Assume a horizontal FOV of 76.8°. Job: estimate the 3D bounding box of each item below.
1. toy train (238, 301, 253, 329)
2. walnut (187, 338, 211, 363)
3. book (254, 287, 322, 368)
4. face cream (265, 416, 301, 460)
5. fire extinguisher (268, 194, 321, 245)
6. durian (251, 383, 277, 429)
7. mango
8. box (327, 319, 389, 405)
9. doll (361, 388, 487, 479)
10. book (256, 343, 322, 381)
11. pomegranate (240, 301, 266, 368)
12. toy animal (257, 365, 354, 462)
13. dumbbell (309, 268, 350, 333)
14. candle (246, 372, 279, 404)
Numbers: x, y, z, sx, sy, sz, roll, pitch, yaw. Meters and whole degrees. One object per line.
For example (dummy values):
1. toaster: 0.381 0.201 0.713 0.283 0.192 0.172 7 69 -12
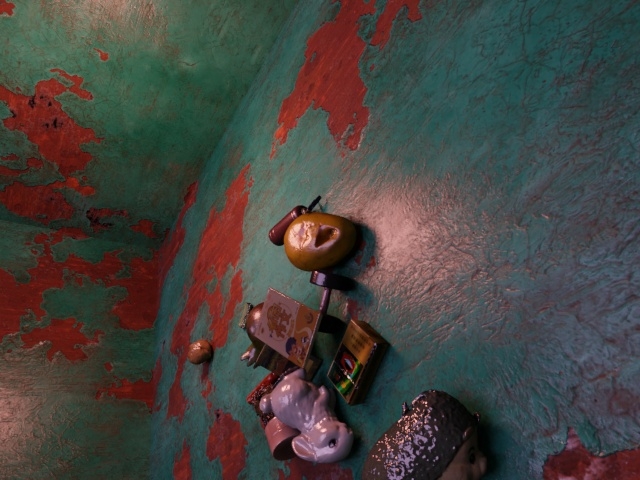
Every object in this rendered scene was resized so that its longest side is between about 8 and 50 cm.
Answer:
1. toy train: -0.399 0.406 2.171 0.071 0.038 0.147 23 96 56
2. walnut: -0.737 0.682 2.472 0.166 0.149 0.166 -61 2 4
3. book: -0.128 0.320 1.517 0.295 0.020 0.207 18 92 42
4. face cream: -0.128 0.748 1.545 0.149 0.149 0.104 -62 35 19
5. fire extinguisher: -0.113 -0.101 1.904 0.344 0.102 0.138 -37 15 43
6. durian: -0.202 0.701 1.668 0.196 0.167 0.196 -179 90 -68
7. mango: 0.000 0.000 1.638 0.365 0.182 0.252 -9 67 42
8. box: 0.124 0.413 1.378 0.159 0.071 0.240 35 107 52
9. doll: 0.261 0.550 1.006 0.349 0.247 0.247 -62 35 8
10. book: -0.128 0.480 1.611 0.160 0.228 0.024 -63 -3 19
11. pomegranate: -0.215 0.415 1.724 0.242 0.242 0.305 9 83 56
12. toy animal: -0.041 0.635 1.425 0.258 0.193 0.357 -32 41 -11
13. dumbbell: 0.018 0.229 1.528 0.152 0.153 0.218 10 86 56
14. candle: -0.262 0.675 1.863 0.329 0.048 0.051 -52 27 33
